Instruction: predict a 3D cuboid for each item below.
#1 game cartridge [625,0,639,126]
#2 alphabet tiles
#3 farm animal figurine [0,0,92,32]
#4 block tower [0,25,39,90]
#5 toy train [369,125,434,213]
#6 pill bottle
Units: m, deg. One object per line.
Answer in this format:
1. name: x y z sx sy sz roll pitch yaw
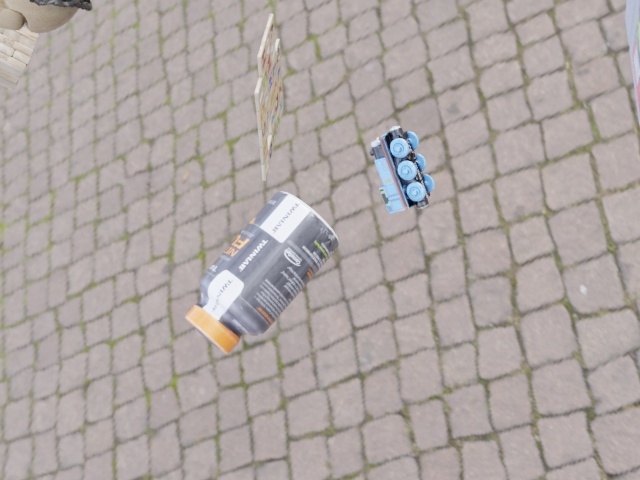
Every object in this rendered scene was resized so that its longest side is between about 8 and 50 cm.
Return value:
1. game cartridge: 0.328 -0.147 0.822 0.060 0.196 0.294 -5 74 11
2. alphabet tiles: -0.086 -0.254 1.514 0.009 0.237 0.198 6 49 6
3. farm animal figurine: -0.317 -0.302 0.789 0.330 0.172 0.327 -45 77 22
4. block tower: -0.549 -0.436 1.627 0.091 0.097 0.336 -24 46 53
5. toy train: 0.167 -0.148 1.868 0.105 0.184 0.080 -15 13 34
6. pill bottle: -0.094 0.054 1.347 0.130 0.130 0.246 30 74 42
